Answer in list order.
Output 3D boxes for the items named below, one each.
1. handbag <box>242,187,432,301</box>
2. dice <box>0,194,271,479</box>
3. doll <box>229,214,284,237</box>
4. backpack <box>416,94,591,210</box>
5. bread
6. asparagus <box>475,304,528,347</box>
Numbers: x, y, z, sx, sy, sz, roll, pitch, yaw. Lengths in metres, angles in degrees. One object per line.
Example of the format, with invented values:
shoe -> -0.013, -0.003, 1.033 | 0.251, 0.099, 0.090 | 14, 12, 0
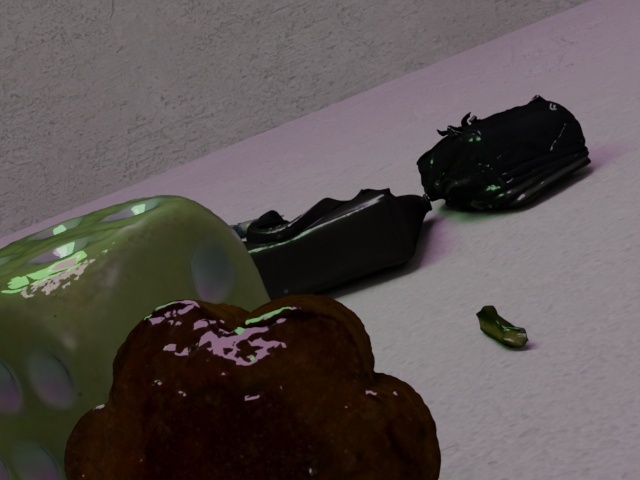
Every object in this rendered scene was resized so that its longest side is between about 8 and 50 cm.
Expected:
handbag -> 0.000, -0.001, 1.582 | 0.285, 0.113, 0.257 | -20, 6, 16
dice -> -0.201, 0.111, 1.122 | 0.252, 0.254, 0.250 | -12, 17, 37
doll -> -0.119, -0.025, 2.057 | 0.125, 0.027, 0.037 | -17, 7, 25
backpack -> 0.229, -0.116, 1.628 | 0.206, 0.133, 0.258 | -25, 5, -23
bread -> -0.044, 0.141, 0.814 | 0.247, 0.232, 0.135 | -28, 1, 15
asparagus -> 0.170, 0.081, 1.116 | 0.021, 0.025, 0.108 | -15, 12, -9
